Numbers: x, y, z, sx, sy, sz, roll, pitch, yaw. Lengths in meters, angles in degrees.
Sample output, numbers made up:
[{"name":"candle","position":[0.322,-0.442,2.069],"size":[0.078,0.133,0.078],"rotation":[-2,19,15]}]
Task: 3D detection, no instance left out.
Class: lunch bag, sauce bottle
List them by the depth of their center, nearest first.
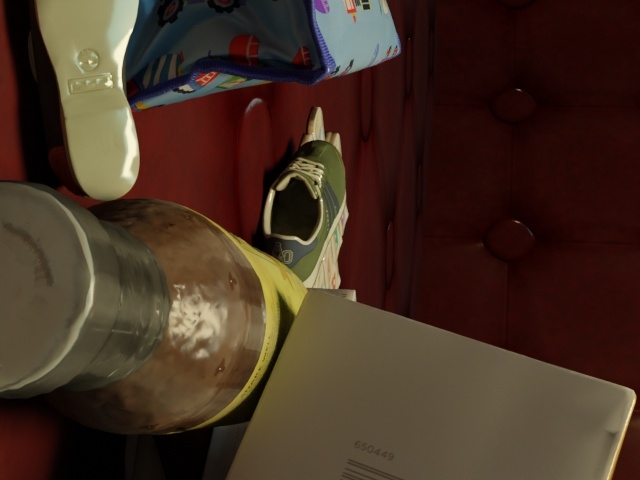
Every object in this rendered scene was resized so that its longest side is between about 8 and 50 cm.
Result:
[{"name":"sauce bottle","position":[-0.074,0.039,0.465],"size":[0.344,0.111,0.111],"rotation":[49,44,-78]},{"name":"lunch bag","position":[-0.054,-0.234,0.540],"size":[0.221,0.138,0.293],"rotation":[-45,127,-71]}]

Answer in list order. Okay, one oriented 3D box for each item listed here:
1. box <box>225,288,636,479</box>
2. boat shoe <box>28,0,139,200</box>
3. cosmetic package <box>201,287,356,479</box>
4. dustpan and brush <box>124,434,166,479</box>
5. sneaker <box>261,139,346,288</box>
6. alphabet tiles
[{"name":"box","position":[0.062,0.205,0.567],"size":[0.345,0.168,0.215],"rotation":[64,46,-63]},{"name":"boat shoe","position":[-0.111,-0.086,0.441],"size":[0.043,0.049,0.137],"rotation":[19,-65,57]},{"name":"cosmetic package","position":[-0.031,0.150,0.763],"size":[0.060,0.098,0.239],"rotation":[78,18,-51]},{"name":"dustpan and brush","position":[-0.105,0.220,0.525],"size":[0.147,0.060,0.211],"rotation":[-95,174,-59]},{"name":"sneaker","position":[-0.014,-0.042,0.903],"size":[0.086,0.064,0.192],"rotation":[87,14,-52]},{"name":"alphabet tiles","position":[0.000,0.000,1.115],"size":[0.284,0.021,0.278],"rotation":[-76,164,-50]}]
